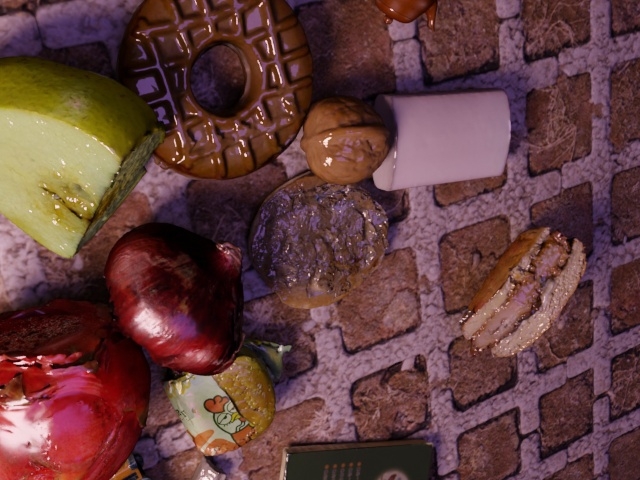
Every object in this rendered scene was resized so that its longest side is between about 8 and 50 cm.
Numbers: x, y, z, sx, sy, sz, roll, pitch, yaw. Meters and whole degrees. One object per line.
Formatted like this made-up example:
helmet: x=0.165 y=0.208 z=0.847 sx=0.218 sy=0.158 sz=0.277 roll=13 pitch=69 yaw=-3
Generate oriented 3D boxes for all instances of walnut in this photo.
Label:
walnut: x=0.043 y=-0.173 z=1.222 sx=0.166 sy=0.149 sz=0.166 roll=7 pitch=79 yaw=-42

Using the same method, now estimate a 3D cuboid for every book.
book: x=0.071 y=0.553 z=1.485 sx=0.371 sy=0.043 sz=0.260 roll=7 pitch=91 yaw=-31

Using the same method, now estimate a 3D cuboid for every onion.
onion: x=-0.190 y=0.078 z=1.097 sx=0.195 sy=0.272 sz=0.272 roll=-29 pitch=121 yaw=16

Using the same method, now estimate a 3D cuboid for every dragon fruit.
dragon fruit: x=-0.399 y=0.235 z=1.035 sx=0.295 sy=0.295 sz=0.301 roll=8 pitch=118 yaw=-30

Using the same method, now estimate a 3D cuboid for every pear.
pear: x=-0.374 y=-0.140 z=0.988 sx=0.292 sy=0.292 sz=0.159 roll=50 pitch=39 yaw=-30

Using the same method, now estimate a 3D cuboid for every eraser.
eraser: x=0.230 y=-0.196 z=1.344 sx=0.270 sy=0.095 sz=0.174 roll=-9 pitch=109 yaw=-25

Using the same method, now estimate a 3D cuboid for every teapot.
teapot: x=0.137 y=-0.427 z=1.226 sx=0.173 sy=0.116 sz=0.116 roll=30 pitch=90 yaw=-5

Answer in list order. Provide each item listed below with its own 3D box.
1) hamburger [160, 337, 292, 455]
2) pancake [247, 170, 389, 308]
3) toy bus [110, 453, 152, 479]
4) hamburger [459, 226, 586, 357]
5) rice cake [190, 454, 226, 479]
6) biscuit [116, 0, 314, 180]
hamburger: x=-0.152 y=0.258 z=1.257 sx=0.235 sy=0.125 sz=0.214 roll=-16 pitch=123 yaw=-8
pancake: x=0.000 y=0.001 z=1.307 sx=0.282 sy=0.049 sz=0.282 roll=-8 pitch=108 yaw=-25
toy bus: x=-0.339 y=0.449 z=1.240 sx=0.103 sy=0.091 sz=0.182 roll=-26 pitch=117 yaw=-19
hamburger: x=0.427 y=0.101 z=1.502 sx=0.155 sy=0.245 sz=0.282 roll=36 pitch=131 yaw=-7
rice cake: x=-0.252 y=0.531 z=1.334 sx=0.057 sy=0.052 sz=0.256 roll=26 pitch=92 yaw=-2
biscuit: x=-0.158 y=-0.258 z=1.114 sx=0.332 sy=0.103 sz=0.332 roll=-8 pitch=108 yaw=-26
